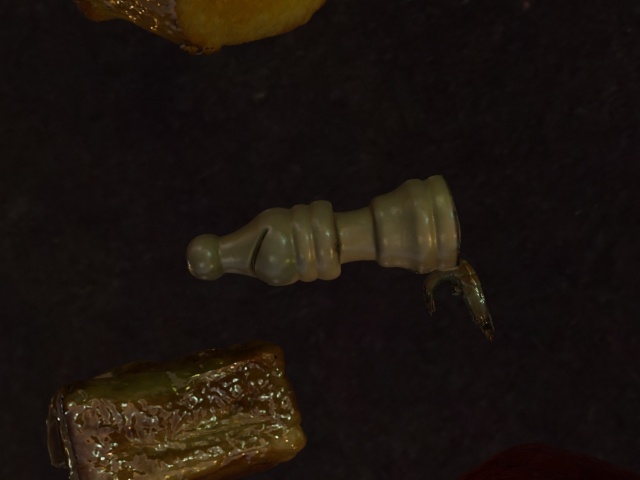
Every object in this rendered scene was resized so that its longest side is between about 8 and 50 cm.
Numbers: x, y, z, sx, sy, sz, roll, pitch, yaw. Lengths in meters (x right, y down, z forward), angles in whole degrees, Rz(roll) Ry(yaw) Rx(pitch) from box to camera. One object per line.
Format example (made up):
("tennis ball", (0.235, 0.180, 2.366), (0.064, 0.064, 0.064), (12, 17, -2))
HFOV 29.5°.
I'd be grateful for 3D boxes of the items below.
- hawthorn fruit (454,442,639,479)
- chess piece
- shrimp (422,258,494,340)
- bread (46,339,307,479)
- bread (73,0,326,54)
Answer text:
("hawthorn fruit", (0.230, 0.285, 1.015), (0.266, 0.230, 0.210), (3, 74, 50))
("chess piece", (0.000, 0.000, 1.398), (0.307, 0.139, 0.124), (-8, 124, -1))
("shrimp", (0.165, 0.079, 1.464), (0.083, 0.023, 0.114), (-35, 75, 32))
("bread", (-0.191, 0.247, 1.634), (0.149, 0.344, 0.195), (132, 124, -63))
("bread", (-0.097, -0.381, 1.249), (0.215, 0.398, 0.398), (34, 129, 26))
